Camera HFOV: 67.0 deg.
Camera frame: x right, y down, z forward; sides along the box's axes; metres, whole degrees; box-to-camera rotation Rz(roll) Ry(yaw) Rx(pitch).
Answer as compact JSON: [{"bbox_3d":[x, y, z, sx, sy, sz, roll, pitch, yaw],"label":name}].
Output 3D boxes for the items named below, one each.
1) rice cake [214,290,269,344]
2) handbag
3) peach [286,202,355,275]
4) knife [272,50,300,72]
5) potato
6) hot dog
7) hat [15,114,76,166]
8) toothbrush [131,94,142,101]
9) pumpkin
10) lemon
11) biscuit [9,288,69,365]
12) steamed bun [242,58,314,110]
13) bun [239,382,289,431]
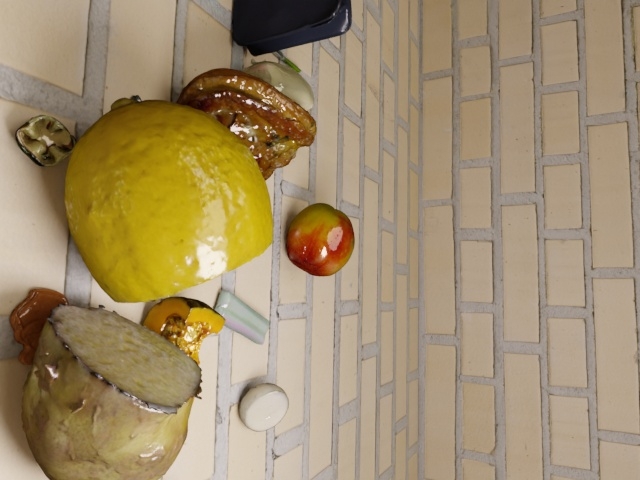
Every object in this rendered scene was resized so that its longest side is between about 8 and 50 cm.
[{"bbox_3d":[-0.205,0.211,1.280,0.221,0.042,0.080,50,45,-52],"label":"rice cake"},{"bbox_3d":[-0.075,-0.649,1.275,0.118,0.326,0.268,8,82,-65],"label":"handbag"},{"bbox_3d":[0.000,0.000,1.505,0.231,0.231,0.230,7,82,-63],"label":"peach"},{"bbox_3d":[-0.112,-0.575,1.531,0.184,0.022,0.026,15,101,-62],"label":"knife"},{"bbox_3d":[-0.361,0.282,0.788,0.237,0.289,0.301,-53,173,0],"label":"potato"},{"bbox_3d":[-0.169,-0.265,1.173,0.388,0.267,0.174,13,39,-58],"label":"hot dog"},{"bbox_3d":[-0.454,-0.166,0.800,0.076,0.059,0.077,-42,122,-14],"label":"hat"},{"bbox_3d":[-0.344,-0.166,1.047,0.030,0.031,0.297,-94,170,-68],"label":"toothbrush"},{"bbox_3d":[-0.307,0.236,1.009,0.131,0.126,0.247,35,76,-57],"label":"pumpkin"},{"bbox_3d":[-0.270,-0.084,0.858,0.364,0.364,0.363,7,82,-63],"label":"lemon"},{"bbox_3d":[-0.461,0.144,0.808,0.102,0.019,0.130,-10,97,-64],"label":"biscuit"},{"bbox_3d":[-0.133,-0.416,1.338,0.239,0.170,0.152,-12,81,-61],"label":"steamed bun"},{"bbox_3d":[-0.161,0.438,1.307,0.138,0.094,0.138,-17,122,-29],"label":"bun"}]
